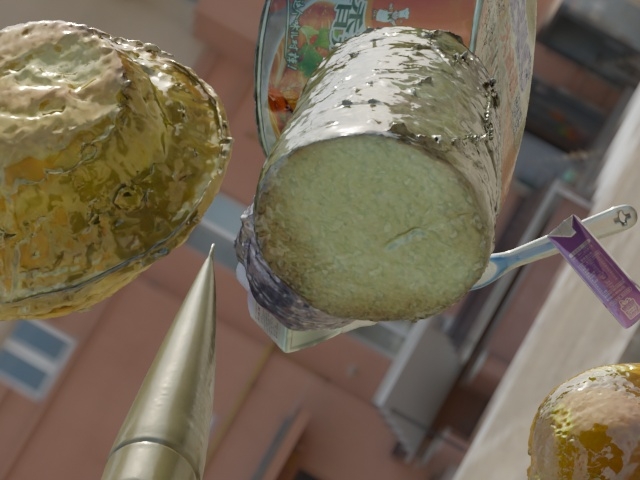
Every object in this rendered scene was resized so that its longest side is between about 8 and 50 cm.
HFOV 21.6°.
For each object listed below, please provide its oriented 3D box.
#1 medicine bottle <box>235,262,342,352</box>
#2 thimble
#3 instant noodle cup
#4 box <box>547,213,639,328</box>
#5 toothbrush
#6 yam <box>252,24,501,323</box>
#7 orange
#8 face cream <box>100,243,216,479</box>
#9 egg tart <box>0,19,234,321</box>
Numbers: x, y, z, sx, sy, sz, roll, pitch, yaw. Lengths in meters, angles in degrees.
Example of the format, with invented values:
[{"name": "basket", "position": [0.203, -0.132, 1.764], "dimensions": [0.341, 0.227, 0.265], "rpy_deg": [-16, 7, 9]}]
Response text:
[{"name": "medicine bottle", "position": [-0.036, 0.057, 1.739], "dimensions": [0.074, 0.118, 0.055], "rpy_deg": [-21, -46, -28]}, {"name": "thimble", "position": [0.002, -0.001, 1.473], "dimensions": [0.150, 0.150, 0.098], "rpy_deg": [-59, -2, -24]}, {"name": "instant noodle cup", "position": [0.073, -0.164, 1.597], "dimensions": [0.296, 0.214, 0.296], "rpy_deg": [7, -90, -73]}, {"name": "box", "position": [0.265, 0.029, 1.585], "dimensions": [0.036, 0.117, 0.050], "rpy_deg": [-41, -8, 9]}, {"name": "toothbrush", "position": [0.196, 0.036, 2.005], "dimensions": [0.386, 0.040, 0.040], "rpy_deg": [-21, 1, 6]}, {"name": "yam", "position": [0.046, -0.050, 1.183], "dimensions": [0.168, 0.168, 0.304], "rpy_deg": [-62, 3, 22]}, {"name": "orange", "position": [0.356, 0.307, 1.880], "dimensions": [0.196, 0.263, 0.334], "rpy_deg": [-178, 98, -84]}, {"name": "face cream", "position": [-0.132, 0.147, 1.542], "dimensions": [0.341, 0.084, 0.137], "rpy_deg": [-77, -7, -58]}, {"name": "egg tart", "position": [-0.318, -0.108, 1.888], "dimensions": [0.443, 0.443, 0.178], "rpy_deg": [-59, -28, -36]}]
